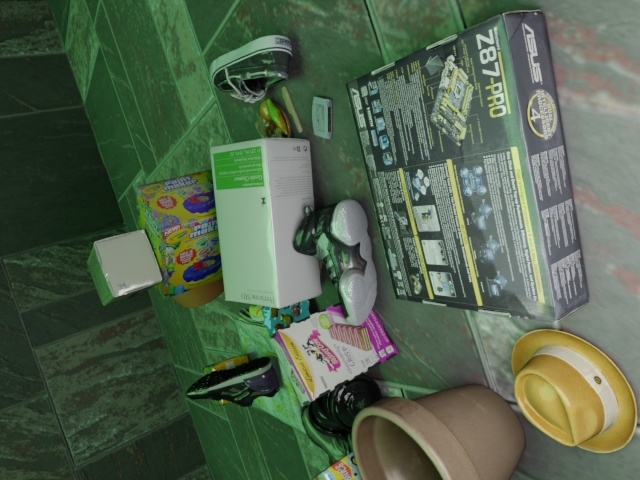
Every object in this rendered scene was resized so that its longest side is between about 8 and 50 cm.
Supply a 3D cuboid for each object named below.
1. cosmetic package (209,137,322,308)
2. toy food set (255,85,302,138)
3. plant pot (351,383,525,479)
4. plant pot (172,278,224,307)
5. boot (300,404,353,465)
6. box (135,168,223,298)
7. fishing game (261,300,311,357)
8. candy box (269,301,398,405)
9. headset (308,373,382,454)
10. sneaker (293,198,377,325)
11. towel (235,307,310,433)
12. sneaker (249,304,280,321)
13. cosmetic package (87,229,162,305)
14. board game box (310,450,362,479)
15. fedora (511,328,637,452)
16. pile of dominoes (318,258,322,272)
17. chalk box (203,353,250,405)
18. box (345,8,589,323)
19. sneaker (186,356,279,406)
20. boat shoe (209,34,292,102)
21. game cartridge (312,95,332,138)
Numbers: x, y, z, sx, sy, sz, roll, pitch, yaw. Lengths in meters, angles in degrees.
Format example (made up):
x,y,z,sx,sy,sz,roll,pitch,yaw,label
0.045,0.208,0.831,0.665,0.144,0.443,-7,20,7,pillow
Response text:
x,y,z,sx,sy,sz,roll,pitch,yaw,label
-0.124,-0.043,1.133,0.197,0.155,0.365,0,97,40,cosmetic package
-0.118,-0.274,1.186,0.192,0.038,0.132,-30,81,58,toy food set
0.218,0.358,0.833,0.263,0.229,0.263,33,133,44,plant pot
-0.447,0.095,1.697,0.291,0.291,0.203,21,141,51,plant pot
0.057,0.546,1.344,0.246,0.083,0.161,55,139,14,boot
-0.333,-0.029,1.351,0.177,0.290,0.279,50,144,29,box
-0.102,0.204,1.331,0.189,0.041,0.264,15,102,38,fishing game
0.030,0.226,1.045,0.159,0.233,0.071,60,147,15,candy box
0.081,0.402,1.200,0.243,0.185,0.394,123,137,-57,headset
0.030,0.046,1.048,0.153,0.101,0.268,1,102,40,sneaker
-0.149,0.411,1.560,0.320,0.090,0.374,1,108,57,towel
-0.144,0.189,1.448,0.208,0.081,0.094,-6,102,46,sneaker
-0.545,0.082,1.341,0.296,0.129,0.153,-20,90,60,cosmetic package
0.129,0.477,0.989,0.144,0.275,0.142,55,145,22,board game box
0.347,0.228,0.708,0.194,0.079,0.194,33,133,44,fedora
-0.089,0.018,1.245,0.251,0.040,0.196,41,135,37,pile of dominoes
-0.308,0.466,1.630,0.213,0.132,0.132,-38,69,62,chalk box
0.203,-0.090,0.742,0.318,0.097,0.394,-1,106,59,box
-0.260,0.452,1.454,0.107,0.283,0.124,-58,-51,-75,sneaker
-0.166,-0.377,1.136,0.306,0.113,0.105,1,93,47,boat shoe
0.003,-0.261,1.031,0.056,0.017,0.083,29,130,43,game cartridge
